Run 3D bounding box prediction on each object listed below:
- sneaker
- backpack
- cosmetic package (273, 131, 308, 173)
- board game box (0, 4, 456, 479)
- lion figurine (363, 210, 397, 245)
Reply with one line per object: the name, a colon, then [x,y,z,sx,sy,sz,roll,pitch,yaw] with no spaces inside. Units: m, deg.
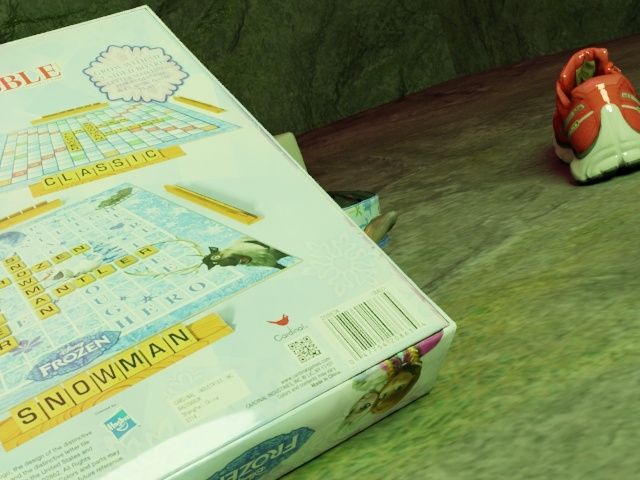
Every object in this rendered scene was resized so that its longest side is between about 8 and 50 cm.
sneaker: [0.292,-0.144,1.035,0.107,0.118,0.279,-16,10,10]
backpack: [0.000,0.000,0.871,0.114,0.084,0.105,-8,11,39]
cosmetic package: [-0.111,-0.013,1.025,0.153,0.129,0.296,-16,10,18]
board game box: [-0.151,0.018,0.524,0.318,0.066,0.318,-23,55,-30]
lion figurine: [-0.109,0.053,0.636,0.392,0.142,0.240,-15,16,-8]
